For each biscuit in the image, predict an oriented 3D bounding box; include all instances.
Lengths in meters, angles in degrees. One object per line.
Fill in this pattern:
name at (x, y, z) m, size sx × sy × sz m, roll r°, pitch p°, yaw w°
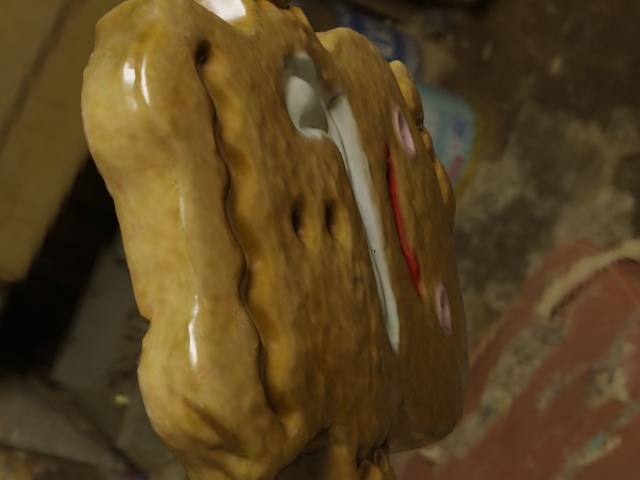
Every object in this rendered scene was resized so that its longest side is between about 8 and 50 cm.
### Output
biscuit at (0.003, -0.001, 0.574) m, size 0.035 × 0.249 × 0.184 m, roll -14°, pitch 83°, yaw 20°
